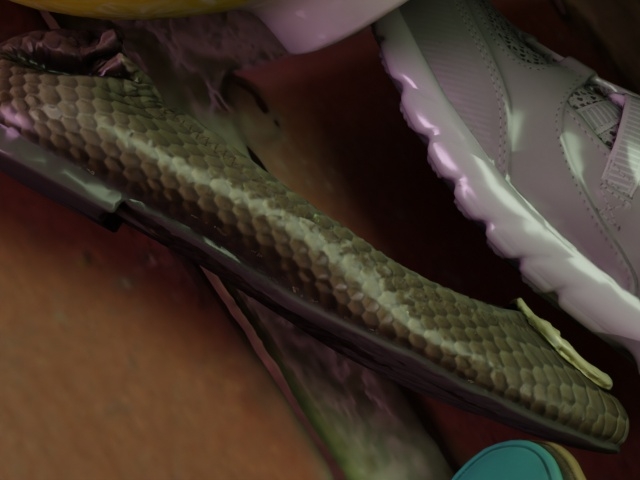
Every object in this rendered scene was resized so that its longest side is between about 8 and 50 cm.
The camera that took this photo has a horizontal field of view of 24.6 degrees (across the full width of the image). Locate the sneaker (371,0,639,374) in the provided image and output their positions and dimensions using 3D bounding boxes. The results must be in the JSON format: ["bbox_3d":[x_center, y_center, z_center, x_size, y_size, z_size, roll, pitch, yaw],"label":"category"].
[{"bbox_3d":[0.133,-0.007,0.521,0.281,0.115,0.105,46,6,13],"label":"sneaker"}]

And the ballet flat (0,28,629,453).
[{"bbox_3d":[0.000,0.000,0.489,0.250,0.084,0.058,28,79,-7],"label":"ballet flat"}]

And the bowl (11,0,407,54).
[{"bbox_3d":[-0.010,-0.155,0.472,0.156,0.289,0.289,53,48,-15],"label":"bowl"}]

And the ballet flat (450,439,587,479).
[{"bbox_3d":[0.050,0.172,0.433,0.073,0.080,0.232,47,46,-35],"label":"ballet flat"}]
